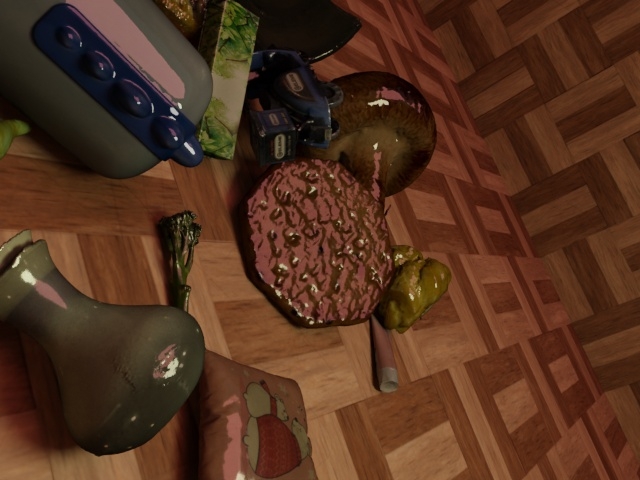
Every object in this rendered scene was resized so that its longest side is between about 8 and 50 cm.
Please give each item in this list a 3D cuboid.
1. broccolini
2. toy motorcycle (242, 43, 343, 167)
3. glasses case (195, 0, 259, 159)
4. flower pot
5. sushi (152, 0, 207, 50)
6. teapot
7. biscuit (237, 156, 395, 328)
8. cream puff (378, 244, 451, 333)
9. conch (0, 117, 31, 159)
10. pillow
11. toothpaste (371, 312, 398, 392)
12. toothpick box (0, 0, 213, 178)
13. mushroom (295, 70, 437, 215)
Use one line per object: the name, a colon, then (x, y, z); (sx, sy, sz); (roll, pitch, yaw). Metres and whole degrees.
broccolini: (-0.208, 0.060, 0.939); (0.067, 0.058, 0.216); (-3, 68, -14)
toy motorcycle: (-0.087, -0.297, 1.251); (0.125, 0.212, 0.359); (94, -21, -43)
glasses case: (-0.183, -0.288, 1.119); (0.095, 0.062, 0.272); (15, 84, -53)
flower pot: (-0.082, -0.652, 1.525); (0.379, 0.379, 0.251); (20, 30, -51)
sushi: (-0.288, -0.440, 1.147); (0.274, 0.139, 0.184); (34, 41, -44)
teapot: (-0.259, 0.106, 0.687); (0.251, 0.183, 0.183); (43, 32, -10)
biscuit: (-0.001, 0.000, 1.201); (0.359, 0.046, 0.359); (14, 65, -32)
cream puff: (0.195, 0.091, 1.418); (0.195, 0.194, 0.221); (63, 22, 3)
conch: (-0.417, -0.120, 0.722); (0.095, 0.079, 0.201); (34, 19, -19)
pillow: (-0.091, 0.279, 0.875); (0.223, 0.084, 0.236); (31, 37, -41)
toothpaste: (0.135, 0.234, 1.330); (0.067, 0.043, 0.194); (43, 26, -29)
toothpick box: (-0.298, -0.233, 0.834); (0.355, 0.263, 0.263); (45, 32, -29)
mushroom: (0.097, -0.198, 1.393); (0.331, 0.334, 0.356); (40, 29, -21)
